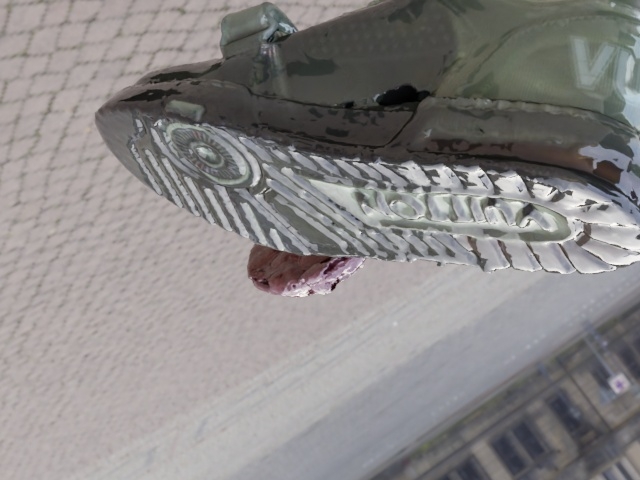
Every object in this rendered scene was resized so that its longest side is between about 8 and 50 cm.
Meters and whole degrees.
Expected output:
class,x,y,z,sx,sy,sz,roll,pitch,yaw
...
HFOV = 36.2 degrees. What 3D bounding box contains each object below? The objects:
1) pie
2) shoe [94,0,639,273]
class,x,y,z,sx,sy,sz,roll,pitch,yaw
pie,0.000,0.000,0.874,0.154,0.038,0.153,-27,-151,16
shoe,0.031,-0.076,0.473,0.149,0.293,0.109,-64,143,-22
